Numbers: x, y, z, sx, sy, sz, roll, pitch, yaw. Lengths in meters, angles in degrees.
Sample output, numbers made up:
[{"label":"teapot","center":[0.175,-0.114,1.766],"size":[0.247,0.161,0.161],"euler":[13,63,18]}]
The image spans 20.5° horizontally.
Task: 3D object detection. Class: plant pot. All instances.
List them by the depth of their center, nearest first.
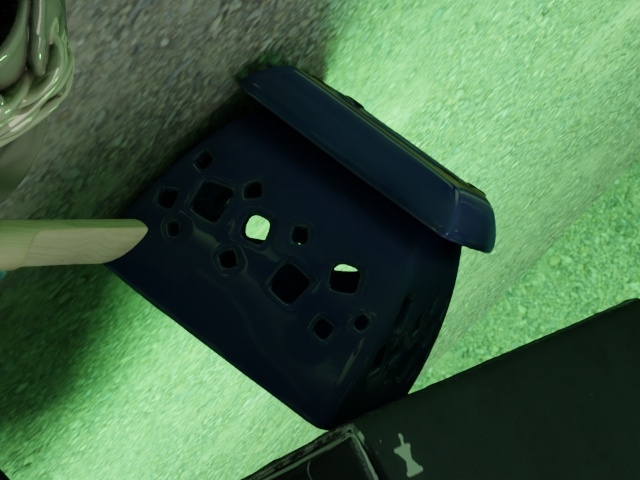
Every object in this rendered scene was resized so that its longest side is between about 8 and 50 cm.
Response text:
[{"label":"plant pot","center":[0.000,0.000,1.407],"size":[0.212,0.236,0.236],"euler":[-55,165,6]}]

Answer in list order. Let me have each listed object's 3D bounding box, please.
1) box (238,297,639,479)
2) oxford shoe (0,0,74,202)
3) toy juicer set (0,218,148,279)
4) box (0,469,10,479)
[{"label":"box","center":[0.039,0.302,1.354],"size":[0.471,0.297,0.480],"euler":[-35,169,32]},{"label":"oxford shoe","center":[-0.182,-0.093,0.845],"size":[0.169,0.130,0.449],"euler":[-45,168,-20]},{"label":"toy juicer set","center":[-0.278,0.043,1.008],"size":[0.329,0.089,0.209],"euler":[-35,162,5]},{"label":"box","center":[-0.303,0.208,1.249],"size":[0.156,0.158,0.093],"euler":[-36,163,-30]}]
